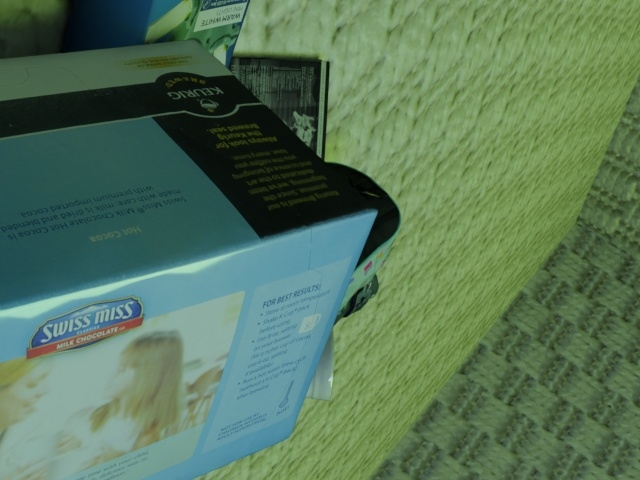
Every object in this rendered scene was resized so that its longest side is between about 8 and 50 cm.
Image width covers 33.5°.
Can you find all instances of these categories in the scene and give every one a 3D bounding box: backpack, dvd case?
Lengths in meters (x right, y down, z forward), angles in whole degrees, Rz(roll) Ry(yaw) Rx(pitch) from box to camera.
[{"bbox_3d":[0.000,0.000,1.302,0.188,0.166,0.144,-42,158,-28],"label":"backpack"},{"bbox_3d":[-0.050,-0.111,1.132,0.221,0.018,0.165,-16,112,-61],"label":"dvd case"}]

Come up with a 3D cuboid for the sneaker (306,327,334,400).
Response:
[{"bbox_3d":[-0.073,0.095,1.381,0.293,0.169,0.108,-94,-173,-61],"label":"sneaker"}]

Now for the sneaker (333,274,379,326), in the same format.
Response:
[{"bbox_3d":[0.009,0.124,1.654,0.163,0.086,0.226,-28,146,-50],"label":"sneaker"}]

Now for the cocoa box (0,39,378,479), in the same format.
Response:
[{"bbox_3d":[-0.181,0.034,0.686,0.347,0.228,0.232,-16,138,-40],"label":"cocoa box"}]

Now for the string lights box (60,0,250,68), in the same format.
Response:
[{"bbox_3d":[-0.135,-0.155,0.850,0.133,0.076,0.260,-30,149,-53],"label":"string lights box"}]
